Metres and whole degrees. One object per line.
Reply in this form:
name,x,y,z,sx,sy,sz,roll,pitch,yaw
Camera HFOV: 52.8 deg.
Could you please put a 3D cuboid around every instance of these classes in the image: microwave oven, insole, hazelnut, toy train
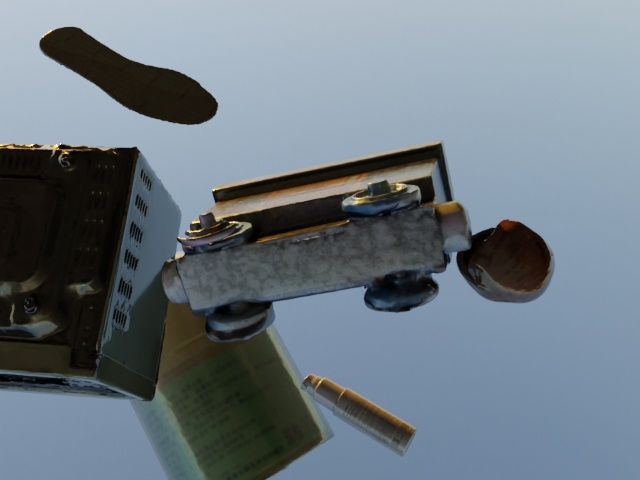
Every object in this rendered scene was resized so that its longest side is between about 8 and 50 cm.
microwave oven,-0.369,0.031,0.728,0.355,0.218,0.286,3,-109,5
insole,-0.323,-0.275,1.069,0.348,0.009,0.119,29,-125,14
hazelnut,0.170,0.022,0.593,0.086,0.086,0.086,9,-136,-9
toy train,0.000,0.000,0.643,0.300,0.131,0.202,-9,-163,17

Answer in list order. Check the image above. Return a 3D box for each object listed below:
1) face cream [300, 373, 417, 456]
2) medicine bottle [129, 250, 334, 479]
face cream,0.038,0.182,0.689,0.130,0.034,0.034,27,-136,19
medicine bottle,-0.177,0.169,0.951,0.236,0.236,0.406,-22,-108,-34
